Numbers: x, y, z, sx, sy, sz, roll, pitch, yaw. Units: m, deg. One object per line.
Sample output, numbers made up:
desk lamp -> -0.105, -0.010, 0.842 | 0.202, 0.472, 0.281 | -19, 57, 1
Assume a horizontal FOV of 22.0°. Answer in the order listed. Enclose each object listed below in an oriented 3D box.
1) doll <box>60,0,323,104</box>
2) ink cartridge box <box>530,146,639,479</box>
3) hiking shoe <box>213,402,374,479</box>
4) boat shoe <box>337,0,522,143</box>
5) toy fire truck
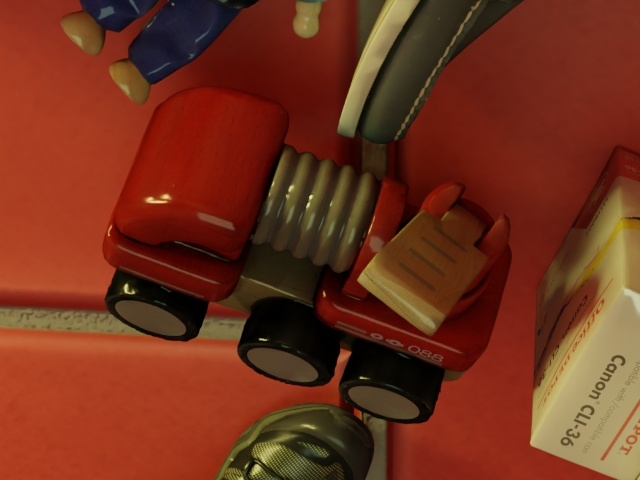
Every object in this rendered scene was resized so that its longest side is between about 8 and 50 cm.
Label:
doll -> -0.049, -0.157, 0.898 | 0.189, 0.046, 0.129 | -41, 98, 19
ink cartridge box -> 0.167, 0.048, 0.899 | 0.067, 0.198, 0.115 | 21, 120, -5
hiking shoe -> -0.052, 0.196, 1.064 | 0.086, 0.114, 0.227 | 41, 117, -16
boat shoe -> 0.115, -0.164, 0.833 | 0.099, 0.116, 0.319 | 31, 114, -6
toy fire truck -> 0.000, 0.000, 0.855 | 0.217, 0.158, 0.246 | 21, 155, -3
